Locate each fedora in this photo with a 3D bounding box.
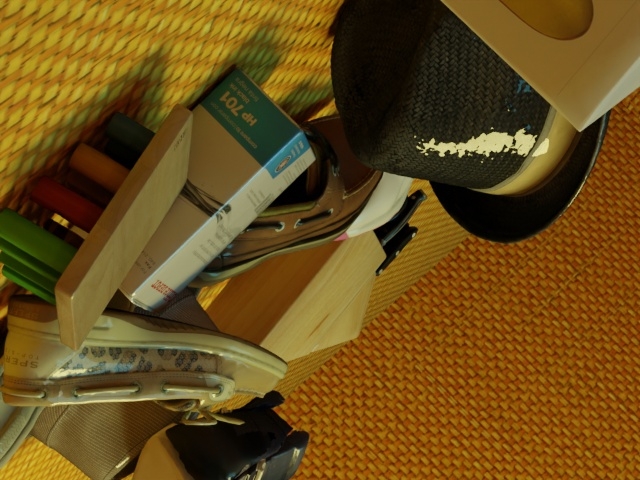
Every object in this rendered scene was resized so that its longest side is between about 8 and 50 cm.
[{"bbox_3d":[0.109,-0.149,1.621,0.152,0.334,0.334,-6,153,-25],"label":"fedora"},{"bbox_3d":[-0.189,0.152,1.917,0.275,0.124,0.244,-40,170,-32],"label":"fedora"}]

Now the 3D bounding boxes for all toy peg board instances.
[{"bbox_3d":[-0.169,-0.022,1.391,0.160,0.079,0.161,-59,177,-17],"label":"toy peg board"}]

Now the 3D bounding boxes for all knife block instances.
[{"bbox_3d":[0.000,0.000,2.125,0.276,0.088,0.242,-15,126,-49],"label":"knife block"}]

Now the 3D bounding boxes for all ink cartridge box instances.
[{"bbox_3d":[-0.100,-0.038,1.559,0.191,0.082,0.139,-43,172,-2],"label":"ink cartridge box"}]

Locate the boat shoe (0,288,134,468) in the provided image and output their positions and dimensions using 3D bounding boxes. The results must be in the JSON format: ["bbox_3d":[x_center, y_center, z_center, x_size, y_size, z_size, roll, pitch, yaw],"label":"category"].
[{"bbox_3d":[-0.249,0.100,1.613,0.079,0.084,0.233,5,-136,48],"label":"boat shoe"}]

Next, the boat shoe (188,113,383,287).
[{"bbox_3d":[-0.022,-0.053,1.767,0.307,0.111,0.104,-36,169,-46],"label":"boat shoe"}]

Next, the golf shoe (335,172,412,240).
[{"bbox_3d":[0.078,-0.125,1.983,0.306,0.115,0.140,-47,164,-32],"label":"golf shoe"}]

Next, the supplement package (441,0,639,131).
[{"bbox_3d":[0.154,-0.246,1.132,0.198,0.263,0.199,-35,167,-50],"label":"supplement package"}]

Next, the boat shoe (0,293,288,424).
[{"bbox_3d":[-0.149,0.108,1.600,0.285,0.104,0.089,14,87,-41],"label":"boat shoe"}]

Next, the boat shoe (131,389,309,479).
[{"bbox_3d":[-0.127,0.276,1.933,0.158,0.127,0.340,-20,159,-37],"label":"boat shoe"}]
